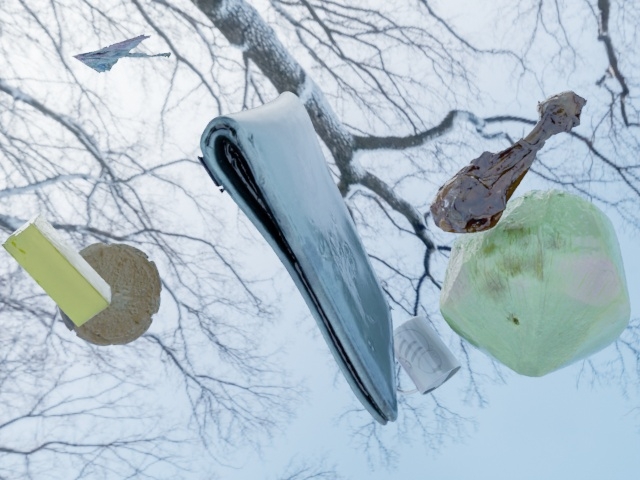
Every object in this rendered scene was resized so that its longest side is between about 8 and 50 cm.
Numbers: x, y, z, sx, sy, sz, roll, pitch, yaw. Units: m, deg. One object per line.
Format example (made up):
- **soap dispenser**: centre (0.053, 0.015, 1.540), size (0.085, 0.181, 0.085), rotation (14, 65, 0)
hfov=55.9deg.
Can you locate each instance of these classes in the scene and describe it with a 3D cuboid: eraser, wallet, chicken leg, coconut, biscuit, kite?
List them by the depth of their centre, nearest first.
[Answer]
- **wallet**: centre (-0.001, 0.000, 0.581), size (0.054, 0.251, 0.290), rotation (-23, -78, 13)
- **eraser**: centre (-0.296, 0.031, 0.686), size (0.045, 0.122, 0.097), rotation (-39, -162, -9)
- **kite**: centre (-0.267, -0.252, 0.824), size (0.139, 0.157, 0.011), rotation (-12, -83, 40)
- **chicken leg**: centre (0.303, -0.118, 0.958), size (0.304, 0.093, 0.113), rotation (-42, -138, 2)
- **coconut**: centre (0.362, 0.084, 1.027), size (0.329, 0.281, 0.328), rotation (-21, -137, 21)
- **biscuit**: centre (-0.430, 0.109, 1.243), size (0.042, 0.226, 0.225), rotation (7, -105, 52)

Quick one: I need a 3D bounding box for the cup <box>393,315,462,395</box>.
- **cup**: centre (0.190, 0.239, 1.206), size (0.136, 0.099, 0.133), rotation (-29, -115, -13)
